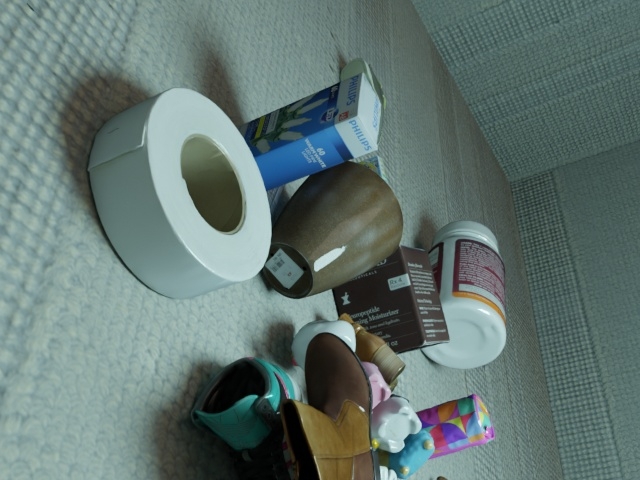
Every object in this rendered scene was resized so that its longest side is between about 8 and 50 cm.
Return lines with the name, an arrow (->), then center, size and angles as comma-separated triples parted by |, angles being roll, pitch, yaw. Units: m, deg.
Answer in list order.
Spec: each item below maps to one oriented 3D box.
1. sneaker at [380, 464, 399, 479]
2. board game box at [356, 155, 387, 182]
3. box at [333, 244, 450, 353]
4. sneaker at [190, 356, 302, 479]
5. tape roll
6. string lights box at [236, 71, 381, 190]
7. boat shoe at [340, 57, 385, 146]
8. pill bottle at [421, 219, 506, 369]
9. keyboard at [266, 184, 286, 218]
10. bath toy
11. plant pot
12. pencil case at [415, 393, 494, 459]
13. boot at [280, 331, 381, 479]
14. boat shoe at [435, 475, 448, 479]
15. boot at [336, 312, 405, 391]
sneaker -> 0.142, 0.516, 1.277 | 0.292, 0.110, 0.118 | 46, 29, -31
board game box -> 0.066, -0.102, 1.502 | 0.026, 0.154, 0.103 | 20, 55, -60
box -> 0.143, 0.133, 1.480 | 0.167, 0.168, 0.203 | 10, 64, -62
sneaker -> -0.087, 0.275, 0.942 | 0.178, 0.124, 0.295 | 51, 23, -47
tape roll -> -0.186, -0.065, 1.011 | 0.286, 0.100, 0.286 | 44, 36, -45
string lights box -> -0.030, -0.174, 1.222 | 0.077, 0.259, 0.133 | 54, 29, -34
boat shoe -> 0.118, -0.335, 1.838 | 0.091, 0.109, 0.305 | 38, 36, -43
pill bottle -> 0.376, 0.129, 1.910 | 0.224, 0.224, 0.392 | 59, 28, -26
keyboard -> -0.083, -0.134, 1.383 | 0.072, 0.014, 0.256 | 58, 28, -27
bath toy -> 0.055, 0.270, 1.254 | 0.348, 0.151, 0.129 | 56, -9, -24
plant pot -> 0.000, 0.000, 1.271 | 0.230, 0.215, 0.215 | -41, 111, -47
pencil case -> 0.214, 0.377, 1.391 | 0.104, 0.236, 0.104 | 53, 21, -31
boot -> -0.007, 0.237, 0.977 | 0.280, 0.096, 0.264 | 38, 44, -65
boat shoe -> 0.308, 0.588, 1.630 | 0.178, 0.064, 0.060 | 48, 35, -37
boot -> 0.076, 0.233, 1.371 | 0.152, 0.197, 0.073 | 41, 49, 20
